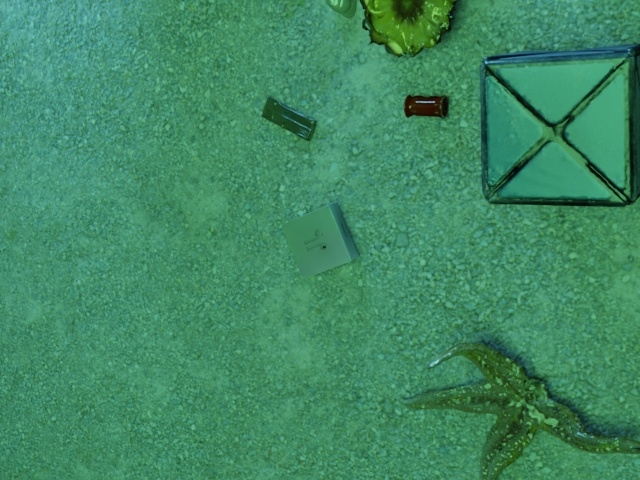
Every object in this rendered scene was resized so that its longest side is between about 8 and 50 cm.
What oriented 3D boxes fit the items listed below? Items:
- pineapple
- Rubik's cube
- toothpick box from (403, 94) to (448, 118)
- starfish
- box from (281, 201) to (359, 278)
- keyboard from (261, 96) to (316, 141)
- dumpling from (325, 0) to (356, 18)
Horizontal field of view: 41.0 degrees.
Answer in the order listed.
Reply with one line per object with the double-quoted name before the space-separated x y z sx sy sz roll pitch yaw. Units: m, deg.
"pineapple" 0.176 -0.456 1.648 0.224 0.076 0.225 8 105 29
"Rubik's cube" 0.427 -0.202 1.474 0.259 0.255 0.260 0 102 27
"toothpick box" 0.208 -0.265 1.695 0.083 0.047 0.047 6 105 27
"starfish" 0.367 0.358 1.720 0.398 0.132 0.384 41 125 -1
"box" 0.000 0.000 1.867 0.129 0.051 0.130 -22 92 30
"keyboard" -0.069 -0.264 1.861 0.129 0.015 0.049 29 109 19
"dumpling" 0.041 -0.492 1.733 0.059 0.043 0.077 -45 76 6
